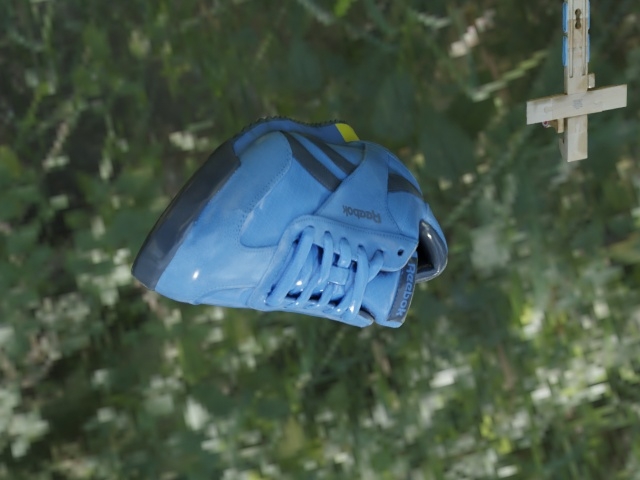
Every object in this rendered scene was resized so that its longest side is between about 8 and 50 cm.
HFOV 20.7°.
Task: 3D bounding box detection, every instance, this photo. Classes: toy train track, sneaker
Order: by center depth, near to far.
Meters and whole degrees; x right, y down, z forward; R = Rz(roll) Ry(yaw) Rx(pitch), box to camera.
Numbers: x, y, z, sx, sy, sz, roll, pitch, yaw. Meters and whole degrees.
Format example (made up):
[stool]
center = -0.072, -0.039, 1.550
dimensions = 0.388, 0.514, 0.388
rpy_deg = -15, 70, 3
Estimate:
[sneaker]
center = 0.000, 0.000, 0.697
dimensions = 0.069, 0.082, 0.209
rpy_deg = -52, 167, 18
[toy train track]
center = 0.102, -0.074, 0.715
dimensions = 0.048, 0.083, 0.014
rpy_deg = -11, -158, -22
